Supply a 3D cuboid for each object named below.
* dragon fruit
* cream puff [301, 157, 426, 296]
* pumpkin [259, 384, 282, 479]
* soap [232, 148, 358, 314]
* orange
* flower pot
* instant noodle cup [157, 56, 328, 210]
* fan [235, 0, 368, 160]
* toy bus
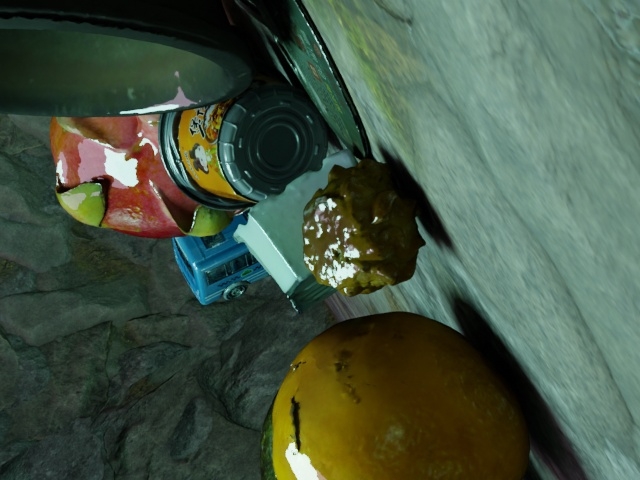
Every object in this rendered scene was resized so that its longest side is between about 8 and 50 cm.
[{"bbox_3d":[-0.170,-0.139,1.247,0.226,0.305,0.305,1,128,49],"label":"dragon fruit"},{"bbox_3d":[0.040,-0.009,0.860,0.122,0.094,0.116,48,130,26],"label":"cream puff"},{"bbox_3d":[0.078,0.260,1.190,0.320,0.192,0.320,26,-144,-20],"label":"pumpkin"},{"bbox_3d":[0.000,0.000,1.032,0.091,0.145,0.230,57,-179,11],"label":"soap"},{"bbox_3d":[0.067,0.189,0.943,0.246,0.246,0.246,58,176,6],"label":"orange"},{"bbox_3d":[-0.242,-0.260,0.917,0.379,0.379,0.251,97,171,-84],"label":"flower pot"},{"bbox_3d":[-0.072,-0.109,1.090,0.208,0.177,0.125,38,173,-30],"label":"instant noodle cup"},{"bbox_3d":[-0.040,-0.206,0.943,0.294,0.012,0.223,55,175,27],"label":"fan"},{"bbox_3d":[-0.099,-0.013,1.543,0.113,0.246,0.134,57,165,29],"label":"toy bus"}]
